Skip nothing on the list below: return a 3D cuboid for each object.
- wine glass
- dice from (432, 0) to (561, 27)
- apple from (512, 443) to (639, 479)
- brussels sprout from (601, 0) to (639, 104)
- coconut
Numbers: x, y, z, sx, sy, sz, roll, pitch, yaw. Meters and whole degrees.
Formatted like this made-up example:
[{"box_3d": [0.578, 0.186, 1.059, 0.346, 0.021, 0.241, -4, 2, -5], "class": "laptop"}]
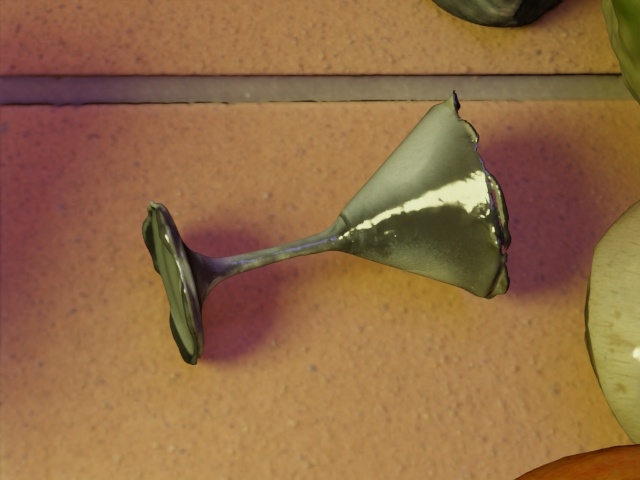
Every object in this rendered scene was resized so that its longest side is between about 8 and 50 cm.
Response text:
[{"box_3d": [0.000, 0.000, 1.021, 0.232, 0.156, 0.156, -15, 63, -14], "class": "wine glass"}, {"box_3d": [0.156, -0.301, 1.201, 0.183, 0.181, 0.182, 43, 60, 17], "class": "dice"}, {"box_3d": [0.178, 0.253, 0.794, 0.275, 0.299, 0.299, 17, 55, -25], "class": "apple"}, {"box_3d": [0.334, -0.161, 1.109, 0.274, 0.316, 0.242, 44, 96, -4], "class": "brussels sprout"}, {"box_3d": [0.279, 0.057, 1.006, 0.224, 0.224, 0.224, 4, 59, -7], "class": "coconut"}]
